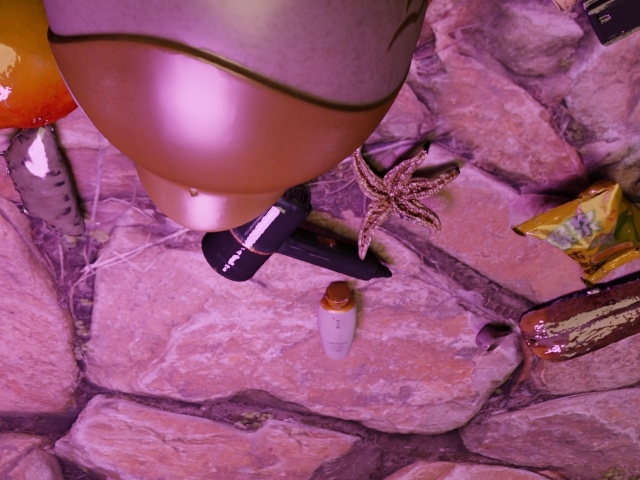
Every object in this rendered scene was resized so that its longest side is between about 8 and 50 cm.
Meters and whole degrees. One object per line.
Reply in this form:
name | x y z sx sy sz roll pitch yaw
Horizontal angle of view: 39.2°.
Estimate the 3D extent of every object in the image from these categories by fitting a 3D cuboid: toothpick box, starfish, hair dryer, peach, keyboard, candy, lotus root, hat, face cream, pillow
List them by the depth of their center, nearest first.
toothpick box | -0.093 -0.260 0.947 0.408 0.409 0.425 -1 143 -6
peach | -0.379 -0.243 1.074 0.230 0.231 0.231 -4 138 -3
keyboard | 0.470 -0.346 1.202 0.230 0.025 0.093 -26 136 20
pillow | -0.421 -0.087 1.349 0.093 0.051 0.241 -9 139 -5
starfish | 0.115 -0.070 1.436 0.213 0.057 0.238 29 121 -20
hair dryer | 0.000 0.000 1.483 0.352 0.107 0.189 17 131 -35
candy | 0.471 -0.011 1.531 0.187 0.081 0.297 -32 143 25
face cream | 0.031 0.153 1.668 0.072 0.051 0.182 -1 137 -1
lotus root | 0.550 0.156 1.722 0.329 0.078 0.167 -24 137 18
hat | 0.335 0.187 1.762 0.087 0.042 0.058 -19 154 -41

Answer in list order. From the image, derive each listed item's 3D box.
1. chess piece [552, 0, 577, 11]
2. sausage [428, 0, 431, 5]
chess piece | 0.367 -0.366 1.146 0.172 0.060 0.060 -32 132 25
sausage | 0.166 -0.374 1.094 0.087 0.079 0.326 31 125 -20
